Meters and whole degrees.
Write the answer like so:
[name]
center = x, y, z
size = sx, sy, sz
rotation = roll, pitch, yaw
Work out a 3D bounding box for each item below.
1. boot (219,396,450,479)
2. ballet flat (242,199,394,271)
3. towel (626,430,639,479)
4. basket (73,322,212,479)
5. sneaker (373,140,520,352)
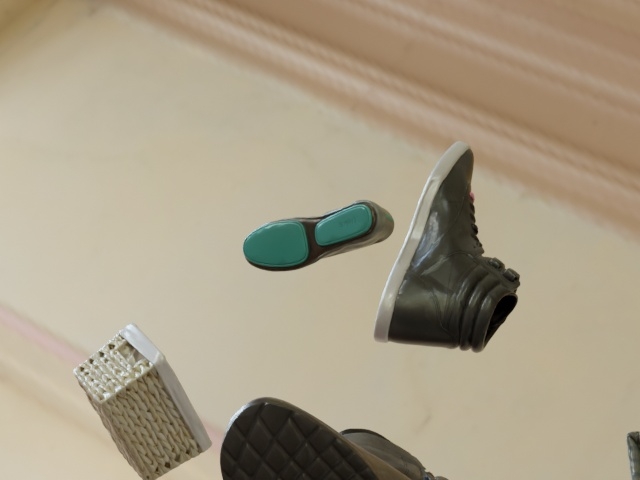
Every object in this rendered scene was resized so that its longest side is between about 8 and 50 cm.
[boot]
center = 0.029, 0.234, 1.526
size = 0.338, 0.118, 0.223
rotation = 43, 8, -19
[ballet flat]
center = 0.000, 0.000, 2.121
size = 0.213, 0.072, 0.068
rotation = -15, -17, 29
[towel]
center = 0.436, 0.412, 1.858
size = 0.056, 0.324, 0.312
rotation = -18, -37, 17
[basket]
center = -0.230, 0.211, 2.077
size = 0.113, 0.103, 0.167
rotation = 37, -24, 53
[sneaker]
center = 0.172, 0.016, 1.910
size = 0.147, 0.296, 0.104
rotation = 17, -35, 9
